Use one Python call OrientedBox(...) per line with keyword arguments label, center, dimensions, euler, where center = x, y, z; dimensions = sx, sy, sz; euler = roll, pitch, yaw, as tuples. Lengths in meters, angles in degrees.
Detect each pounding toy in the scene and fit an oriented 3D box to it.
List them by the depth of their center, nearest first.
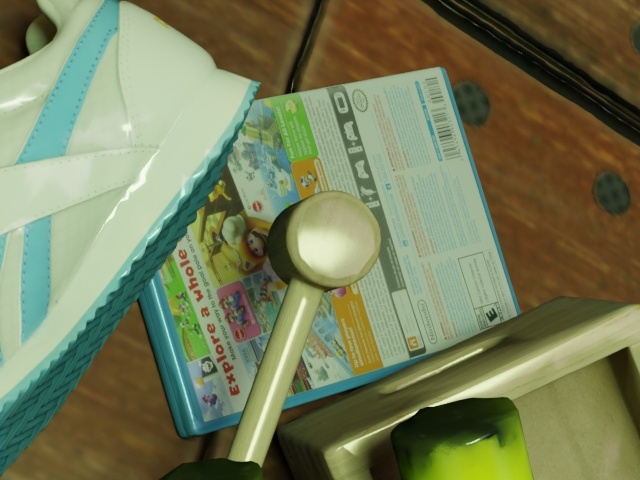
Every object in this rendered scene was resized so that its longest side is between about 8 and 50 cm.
OrientedBox(label="pounding toy", center=(0.031, 0.078, 0.662), dimensions=(0.181, 0.094, 0.206), euler=(-24, 95, -12))

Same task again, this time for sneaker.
OrientedBox(label="sneaker", center=(-0.116, 0.012, 0.607), dimensions=(0.092, 0.087, 0.228), euler=(34, 61, 2))

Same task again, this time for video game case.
OrientedBox(label="video game case", center=(0.000, 0.000, 0.720), dimensions=(0.166, 0.015, 0.119), euler=(-14, 85, -36))

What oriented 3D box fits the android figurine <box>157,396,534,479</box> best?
OrientedBox(label="android figurine", center=(0.032, 0.194, 0.593), dimensions=(0.248, 0.056, 0.272), euler=(-12, 101, -1))
